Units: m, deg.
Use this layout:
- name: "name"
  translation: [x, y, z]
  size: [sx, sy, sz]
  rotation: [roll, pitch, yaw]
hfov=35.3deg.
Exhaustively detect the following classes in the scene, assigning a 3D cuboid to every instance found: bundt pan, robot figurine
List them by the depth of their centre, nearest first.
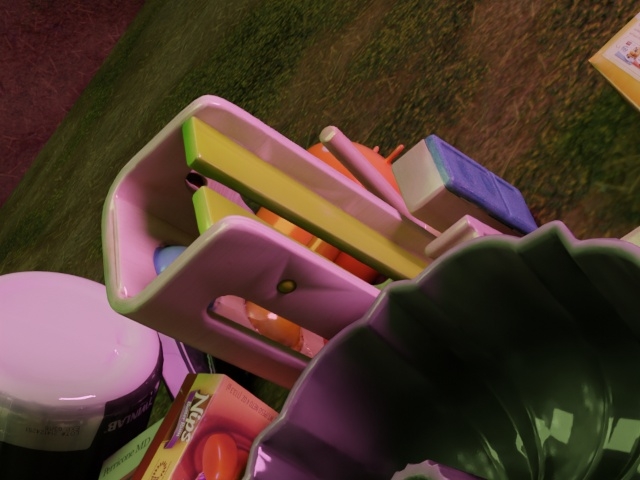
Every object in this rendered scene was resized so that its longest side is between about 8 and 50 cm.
- name: "bundt pan"
  translation: [0.083, 0.161, 0.496]
  size: [0.331, 0.124, 0.331]
  rotation: [-40, 28, 25]
- name: "robot figurine"
  translation: [-0.001, 0.000, 0.929]
  size: [0.128, 0.158, 0.219]
  rotation: [34, 86, 32]

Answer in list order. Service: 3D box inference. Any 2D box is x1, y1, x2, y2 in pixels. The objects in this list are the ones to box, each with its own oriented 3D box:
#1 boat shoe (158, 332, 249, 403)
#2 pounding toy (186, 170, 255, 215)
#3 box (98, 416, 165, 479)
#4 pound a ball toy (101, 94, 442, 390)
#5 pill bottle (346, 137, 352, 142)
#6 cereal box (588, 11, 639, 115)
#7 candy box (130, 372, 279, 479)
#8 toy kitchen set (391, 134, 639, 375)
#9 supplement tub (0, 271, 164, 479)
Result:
- name: "boat shoe"
  translation: [-0.113, 0.108, 1.017]
  size: [0.102, 0.108, 0.301]
  rotation: [-22, 30, -7]
- name: "pounding toy"
  translation: [-0.149, -0.023, 1.186]
  size: [0.270, 0.154, 0.155]
  rotation: [-58, 25, -14]
- name: "box"
  translation: [-0.100, 0.256, 0.746]
  size: [0.148, 0.127, 0.232]
  rotation: [-37, 28, 29]
- name: "pound a ball toy"
  translation: [-0.004, 0.021, 0.732]
  size: [0.135, 0.319, 0.208]
  rotation: [-40, 42, 23]
- name: "pill bottle"
  translation: [-0.001, -0.060, 1.087]
  size: [0.116, 0.065, 0.065]
  rotation: [-48, 24, 6]
- name: "cereal box"
  translation: [0.319, -0.170, 0.703]
  size: [0.240, 0.047, 0.173]
  rotation: [-43, 26, 17]
- name: "candy box"
  translation: [-0.034, 0.181, 0.661]
  size: [0.053, 0.186, 0.109]
  rotation: [-9, 47, 53]
- name: "toy kitchen set"
  translation: [0.172, -0.005, 0.693]
  size: [0.166, 0.122, 0.207]
  rotation: [-39, 47, 25]
- name: "supplement tub"
  translation: [-0.270, 0.203, 0.936]
  size: [0.194, 0.193, 0.316]
  rotation: [-97, 24, -58]
